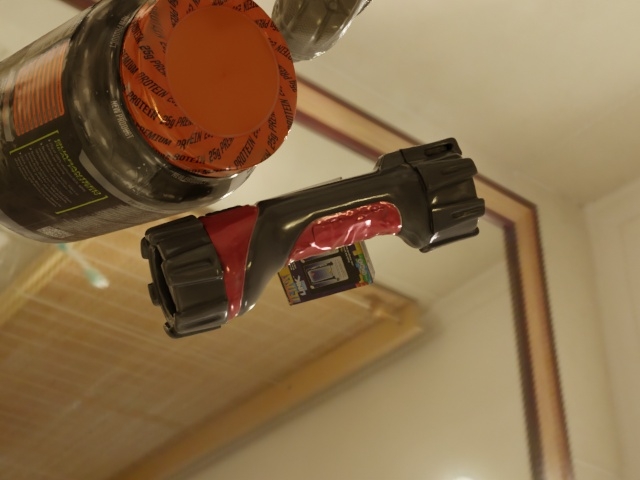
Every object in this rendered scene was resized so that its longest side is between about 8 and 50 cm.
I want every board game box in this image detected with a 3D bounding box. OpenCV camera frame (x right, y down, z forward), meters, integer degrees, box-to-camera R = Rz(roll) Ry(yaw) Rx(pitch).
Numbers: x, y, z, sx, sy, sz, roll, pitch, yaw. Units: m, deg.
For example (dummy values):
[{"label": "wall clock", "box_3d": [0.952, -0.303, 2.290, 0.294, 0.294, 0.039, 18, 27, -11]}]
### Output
[{"label": "board game box", "box_3d": [-0.008, 0.003, 1.632, 0.141, 0.170, 0.048, -15, -162, 12]}]

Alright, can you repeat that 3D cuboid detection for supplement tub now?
[{"label": "supplement tub", "box_3d": [-0.188, -0.116, 1.005, 0.338, 0.207, 0.207, -10, -120, 49]}]

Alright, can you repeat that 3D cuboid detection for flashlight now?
[{"label": "flashlight", "box_3d": [0.000, 0.000, 0.936, 0.103, 0.304, 0.103, 96, -28, -43]}]

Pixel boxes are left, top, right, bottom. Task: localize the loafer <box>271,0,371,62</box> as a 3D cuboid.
[{"label": "loafer", "box_3d": [0.034, -0.331, 1.196, 0.319, 0.112, 0.111, -56, -169, -24]}]
